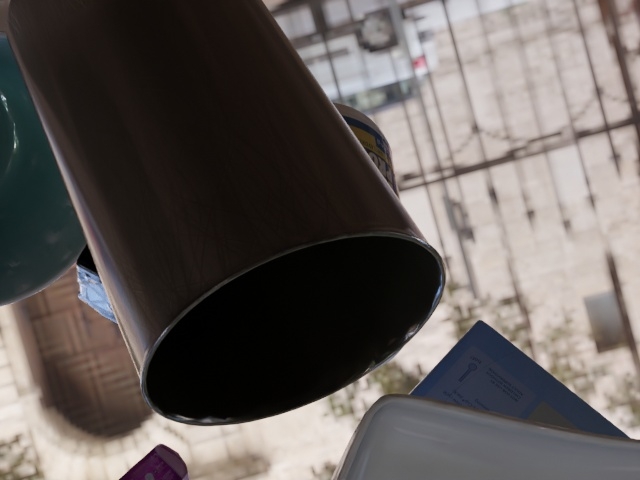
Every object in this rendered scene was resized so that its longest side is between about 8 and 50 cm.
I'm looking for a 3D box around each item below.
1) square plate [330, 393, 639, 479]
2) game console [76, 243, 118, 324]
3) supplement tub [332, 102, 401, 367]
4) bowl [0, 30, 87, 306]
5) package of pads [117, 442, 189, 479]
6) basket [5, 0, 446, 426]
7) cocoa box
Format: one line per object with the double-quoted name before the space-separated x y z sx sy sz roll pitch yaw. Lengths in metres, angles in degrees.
"square plate" 0.086 0.260 0.961 0.344 0.347 0.049 14 -163 -37
"game console" -0.128 0.035 1.385 0.044 0.213 0.361 -61 176 -24
"supplement tub" 0.000 0.000 1.218 0.144 0.144 0.200 -15 -131 7
"bowl" -0.401 -0.092 1.652 0.311 0.311 0.163 -18 -155 -30
"package of pads" -0.110 0.169 0.976 0.050 0.032 0.083 -42 163 -19
"basket" -0.059 -0.043 0.755 0.154 0.227 0.204 -33 156 9
"cocoa box" 0.205 0.303 1.522 0.231 0.347 0.228 -43 164 -31
